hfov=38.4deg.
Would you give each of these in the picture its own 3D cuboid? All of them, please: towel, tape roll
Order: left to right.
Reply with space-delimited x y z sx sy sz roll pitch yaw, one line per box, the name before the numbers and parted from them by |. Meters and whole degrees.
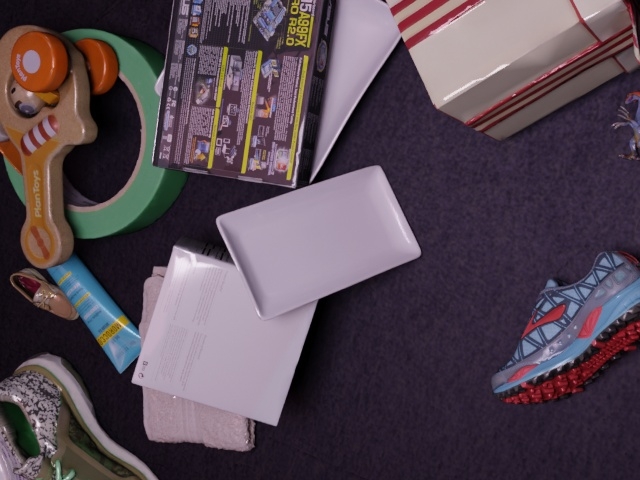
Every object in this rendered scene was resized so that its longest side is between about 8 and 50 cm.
tape roll | -0.350 -0.164 1.432 0.321 0.077 0.321 2 95 23
towel | -0.187 0.179 1.402 0.187 0.049 0.282 1 95 25

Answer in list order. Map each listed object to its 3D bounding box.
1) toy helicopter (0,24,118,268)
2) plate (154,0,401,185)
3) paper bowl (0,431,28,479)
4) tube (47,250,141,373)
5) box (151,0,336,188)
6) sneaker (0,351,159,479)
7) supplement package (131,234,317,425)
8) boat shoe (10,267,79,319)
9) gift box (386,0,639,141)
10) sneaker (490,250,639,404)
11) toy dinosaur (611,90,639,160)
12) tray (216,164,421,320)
toy helicopter | -0.427 -0.136 1.355 0.235 0.140 0.355 2 98 26
plate | -0.057 -0.256 1.291 0.277 0.045 0.278 34 100 14
paper bowl | -0.622 0.419 1.564 0.284 0.148 0.284 2 96 25
tube | -0.359 0.111 1.478 0.080 0.052 0.207 -42 83 28
box | -0.106 -0.216 1.252 0.216 0.060 0.270 9 94 15
sneaker | -0.403 0.369 1.441 0.410 0.182 0.158 48 110 13
supplement package | -0.127 0.119 1.269 0.203 0.149 0.194 18 95 -5
boat shoe | -0.457 0.092 1.517 0.135 0.045 0.050 28 105 20
gift box | 0.251 -0.267 1.064 0.258 0.255 0.276 -31 76 25
sneaker | 0.314 0.112 1.164 0.262 0.104 0.125 -43 45 31
toy dinosaur | 0.394 -0.139 1.134 0.090 0.047 0.082 18 93 -12
tray | 0.000 0.000 1.213 0.030 0.270 0.145 -38 75 57
